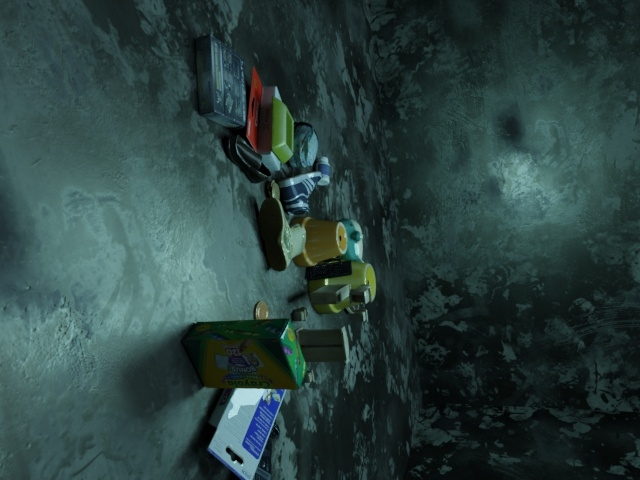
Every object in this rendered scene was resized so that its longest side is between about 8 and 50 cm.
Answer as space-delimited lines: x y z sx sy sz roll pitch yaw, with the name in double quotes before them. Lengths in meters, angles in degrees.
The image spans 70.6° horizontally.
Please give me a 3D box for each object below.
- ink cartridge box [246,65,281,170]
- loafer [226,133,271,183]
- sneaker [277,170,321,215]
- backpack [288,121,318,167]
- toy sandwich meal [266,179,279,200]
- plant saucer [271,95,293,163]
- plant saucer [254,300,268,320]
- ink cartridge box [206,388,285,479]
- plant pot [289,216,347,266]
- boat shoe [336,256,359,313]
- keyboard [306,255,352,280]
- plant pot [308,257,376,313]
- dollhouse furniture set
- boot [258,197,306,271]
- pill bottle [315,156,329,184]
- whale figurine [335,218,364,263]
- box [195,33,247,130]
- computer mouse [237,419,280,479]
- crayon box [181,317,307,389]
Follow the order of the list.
"ink cartridge box" -0.185 -0.416 1.558 0.239 0.060 0.274 69 22 -70
"loafer" -0.226 -0.269 1.464 0.220 0.079 0.080 49 41 -55
"sneaker" -0.069 -0.189 1.802 0.282 0.099 0.153 -28 106 -59
"backpack" -0.072 -0.377 1.824 0.151 0.115 0.181 67 30 -42
"toy sandwich meal" -0.173 -0.175 1.644 0.085 0.029 0.085 -2 90 -79
"plant saucer" -0.128 -0.383 1.582 0.188 0.045 0.188 36 54 -81
"plant saucer" -0.194 0.244 1.506 0.083 0.014 0.083 -5 90 -69
"ink cartridge box" -0.204 0.478 1.296 0.175 0.069 0.370 53 32 -22
"plant pot" 0.000 0.000 1.810 0.205 0.188 0.204 -5 90 -68
"boat shoe" 0.163 0.206 2.251 0.123 0.123 0.341 -39 121 -64
"keyboard" 0.032 0.107 1.864 0.038 0.192 0.100 72 12 -52
"plant pot" 0.104 0.189 1.957 0.254 0.239 0.253 -5 90 -67
"dollhouse furniture set" 0.073 0.358 1.754 0.174 0.304 0.354 -17 101 -69
"boot" -0.129 -0.043 1.626 0.203 0.095 0.261 -42 125 -63
"pill bottle" 0.009 -0.319 2.071 0.067 0.067 0.120 37 51 -61
"whale figurine" 0.116 0.029 2.090 0.141 0.216 0.271 -2 63 -29
"box" -0.296 -0.470 1.368 0.183 0.056 0.230 3 83 -67
"computer mouse" -0.194 0.650 1.349 0.272 0.072 0.188 -90 159 -48
"crayon box" -0.190 0.290 1.149 0.081 0.279 0.165 -61 140 -56
